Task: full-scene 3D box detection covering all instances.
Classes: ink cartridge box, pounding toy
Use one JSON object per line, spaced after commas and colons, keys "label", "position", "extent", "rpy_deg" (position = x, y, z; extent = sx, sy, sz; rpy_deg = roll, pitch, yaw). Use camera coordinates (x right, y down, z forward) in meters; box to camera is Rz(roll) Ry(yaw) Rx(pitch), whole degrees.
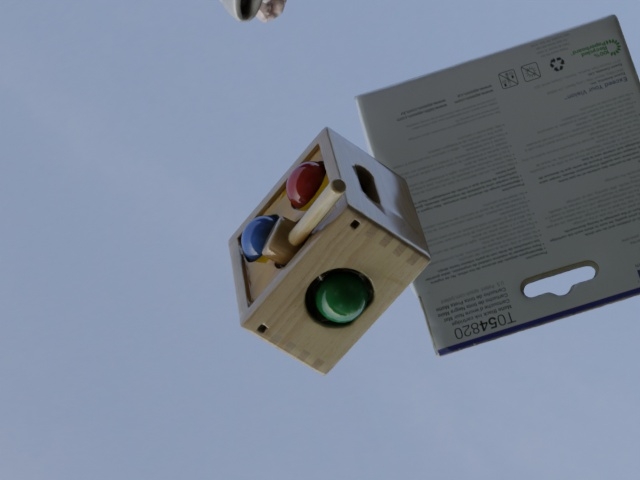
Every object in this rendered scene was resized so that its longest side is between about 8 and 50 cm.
{"label": "ink cartridge box", "position": [0.162, -0.041, 1.383], "extent": [0.223, 0.045, 0.224], "rpy_deg": [-17, -104, 3]}
{"label": "pounding toy", "position": [0.000, 0.000, 1.132], "extent": [0.100, 0.141, 0.130], "rpy_deg": [32, -69, -23]}

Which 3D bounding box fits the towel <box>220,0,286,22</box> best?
{"label": "towel", "position": [-0.092, -0.366, 1.242], "extent": [0.053, 0.317, 0.332], "rpy_deg": [-12, -46, -35]}
